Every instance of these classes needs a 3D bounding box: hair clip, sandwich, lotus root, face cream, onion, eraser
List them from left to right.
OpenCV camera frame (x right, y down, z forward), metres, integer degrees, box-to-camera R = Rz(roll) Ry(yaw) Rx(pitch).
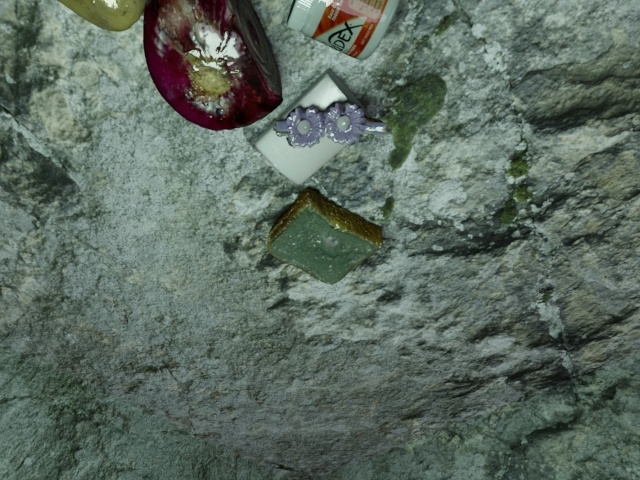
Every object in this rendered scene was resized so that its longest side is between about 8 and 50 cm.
[{"bbox_3d":[-0.509,-0.571,0.875,0.342,0.151,0.169,33,121,-28],"label":"lotus root"},{"bbox_3d":[-0.247,-0.403,0.948,0.260,0.282,0.337,-16,141,16],"label":"onion"},{"bbox_3d":[-0.019,-0.287,1.148,0.270,0.095,0.174,-38,116,25],"label":"eraser"},{"bbox_3d":[0.000,0.000,1.380,0.301,0.099,0.271,28,124,-23],"label":"sandwich"},{"bbox_3d":[0.020,-0.280,1.057,0.292,0.084,0.106,1,104,12],"label":"hair clip"},{"bbox_3d":[0.050,-0.504,0.902,0.187,0.201,0.201,18,127,-15],"label":"face cream"}]
